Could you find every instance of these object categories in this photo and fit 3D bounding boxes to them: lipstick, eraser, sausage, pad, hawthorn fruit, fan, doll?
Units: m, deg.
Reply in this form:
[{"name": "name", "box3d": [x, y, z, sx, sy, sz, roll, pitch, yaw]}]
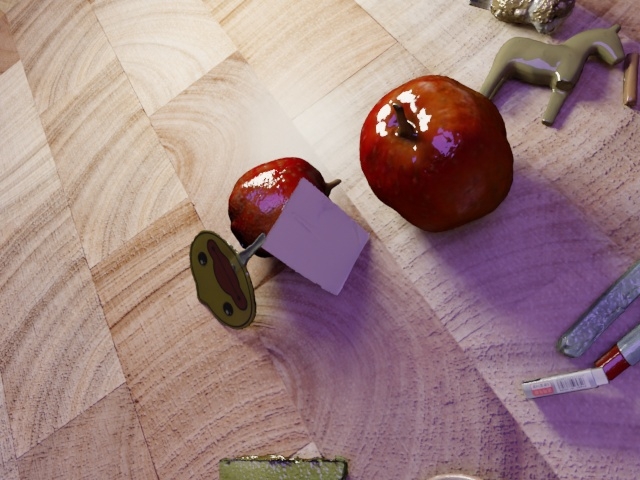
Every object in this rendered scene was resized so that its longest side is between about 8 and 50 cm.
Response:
[{"name": "lipstick", "box3d": [0.555, 0.125, 0.662, 0.274, 0.068, 0.061, -44, 92, 7]}, {"name": "eraser", "box3d": [0.393, 0.230, 0.668, 0.122, 0.052, 0.029, -24, 66, 29]}, {"name": "sausage", "box3d": [0.617, -0.318, 0.822, 0.026, 0.026, 0.116, 7, 74, 21]}, {"name": "pad", "box3d": [0.000, 0.000, 0.811, 0.004, 0.232, 0.156, 19, 76, 49]}, {"name": "hawthorn fruit", "box3d": [-0.068, -0.071, 0.865, 0.250, 0.215, 0.215, -18, 66, -3]}, {"name": "hawthorn fruit", "box3d": [0.193, -0.166, 0.741, 0.287, 0.330, 0.287, -7, 77, 31]}, {"name": "fan", "box3d": [-0.189, 0.068, 0.857, 0.335, 0.011, 0.229, -37, 80, 45]}, {"name": "doll", "box3d": [0.442, -0.528, 0.914, 0.221, 0.105, 0.115, 30, 124, 32]}]

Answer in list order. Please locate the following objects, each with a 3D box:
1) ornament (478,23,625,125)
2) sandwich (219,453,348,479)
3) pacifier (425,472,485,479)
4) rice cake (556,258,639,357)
[{"name": "ornament", "box3d": [0.483, -0.362, 0.862, 0.230, 0.061, 0.245, 27, 85, 23]}, {"name": "sandwich", "box3d": [-0.064, 0.502, 0.741, 0.245, 0.063, 0.212, -7, 73, 16]}, {"name": "pacifier", "box3d": [0.184, 0.508, 0.572, 0.220, 0.273, 0.332, 18, 78, 7]}, {"name": "rice cake", "box3d": [0.495, 0.106, 0.700, 0.245, 0.045, 0.042, -45, 67, -1]}]
